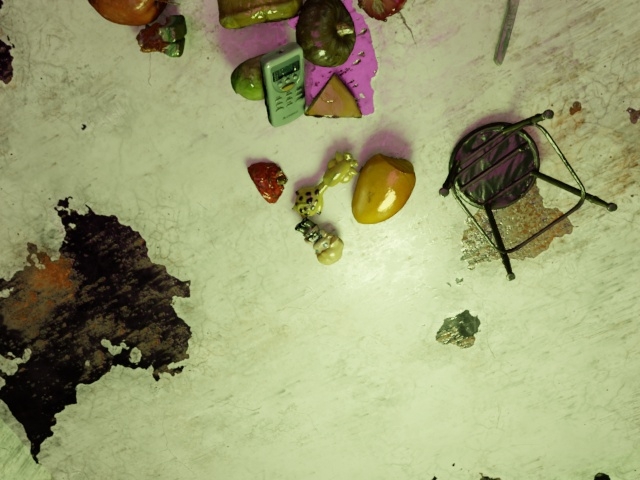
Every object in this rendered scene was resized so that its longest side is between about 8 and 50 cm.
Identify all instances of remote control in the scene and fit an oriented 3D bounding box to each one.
[{"bbox_3d":[-0.114,-0.474,1.818,0.140,0.056,0.296,-29,153,-15],"label":"remote control"}]

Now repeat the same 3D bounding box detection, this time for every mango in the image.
[{"bbox_3d":[0.205,-0.156,1.981,0.187,0.138,0.257,17,116,-10],"label":"mango"}]

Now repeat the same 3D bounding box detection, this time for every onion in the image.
[{"bbox_3d":[0.201,-0.761,1.758,0.184,0.147,0.184,23,122,41],"label":"onion"}]

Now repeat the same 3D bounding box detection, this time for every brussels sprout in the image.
[{"bbox_3d":[-0.200,-0.522,1.863,0.183,0.145,0.131,-27,79,-24],"label":"brussels sprout"}]

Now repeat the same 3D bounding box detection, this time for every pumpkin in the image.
[{"bbox_3d":[0.027,-0.628,1.767,0.162,0.219,0.219,3,115,35],"label":"pumpkin"}]

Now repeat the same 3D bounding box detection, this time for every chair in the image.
[{"bbox_3d":[0.584,-0.186,1.804,0.364,0.410,0.362,-38,106,15],"label":"chair"}]

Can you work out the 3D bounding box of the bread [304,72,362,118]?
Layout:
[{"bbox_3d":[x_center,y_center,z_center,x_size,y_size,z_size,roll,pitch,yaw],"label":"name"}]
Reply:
[{"bbox_3d":[0.033,-0.427,1.890,0.160,0.140,0.169,-37,106,9],"label":"bread"}]

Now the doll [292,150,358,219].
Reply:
[{"bbox_3d":[0.013,-0.189,2.008,0.117,0.086,0.291,41,110,-8],"label":"doll"}]

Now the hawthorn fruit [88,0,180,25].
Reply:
[{"bbox_3d":[-0.551,-0.741,1.744,0.299,0.211,0.211,23,112,16],"label":"hawthorn fruit"}]

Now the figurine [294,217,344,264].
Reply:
[{"bbox_3d":[0.000,0.000,2.056,0.114,0.108,0.196,-41,117,10],"label":"figurine"}]

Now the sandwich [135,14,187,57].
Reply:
[{"bbox_3d":[-0.495,-0.632,1.805,0.159,0.185,0.109,-3,119,-5],"label":"sandwich"}]

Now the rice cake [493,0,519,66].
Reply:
[{"bbox_3d":[0.580,-0.651,1.822,0.036,0.047,0.207,15,110,13],"label":"rice cake"}]

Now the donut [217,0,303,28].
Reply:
[{"bbox_3d":[-0.183,-0.716,1.750,0.261,0.208,0.128,-11,110,2],"label":"donut"}]

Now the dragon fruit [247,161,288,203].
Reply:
[{"bbox_3d":[-0.175,-0.205,2.016,0.106,0.083,0.162,-30,104,11],"label":"dragon fruit"}]
